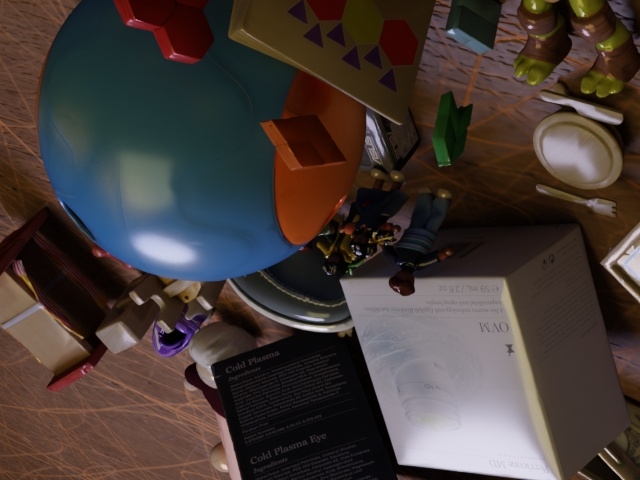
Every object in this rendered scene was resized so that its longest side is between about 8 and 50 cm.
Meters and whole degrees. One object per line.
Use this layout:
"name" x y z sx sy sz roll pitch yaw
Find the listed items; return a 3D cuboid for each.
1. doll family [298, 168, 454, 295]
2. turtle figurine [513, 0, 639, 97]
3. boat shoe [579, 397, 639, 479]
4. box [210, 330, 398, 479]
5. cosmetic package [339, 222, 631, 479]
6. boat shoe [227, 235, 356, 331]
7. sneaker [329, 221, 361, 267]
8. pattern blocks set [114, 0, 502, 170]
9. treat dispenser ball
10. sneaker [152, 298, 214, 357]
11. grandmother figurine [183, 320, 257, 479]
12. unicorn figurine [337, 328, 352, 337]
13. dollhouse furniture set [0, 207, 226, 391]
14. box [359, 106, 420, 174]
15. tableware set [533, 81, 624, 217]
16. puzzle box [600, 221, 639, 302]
"doll family" 0.048 -0.007 1.400 0.193 0.111 0.076 -1 146 48
"turtle figurine" 0.171 -0.218 1.117 0.269 0.087 0.217 5 145 28
"boat shoe" 0.255 0.194 1.571 0.285 0.089 0.105 25 148 20
"box" 0.015 0.339 1.768 0.313 0.178 0.343 -112 3 -46
"cosmetic package" 0.168 0.113 1.444 0.224 0.138 0.225 -3 112 46
"boat shoe" -0.069 -0.017 1.548 0.319 0.116 0.099 41 152 32
"sneaker" 0.000 0.000 1.626 0.098 0.038 0.069 -3 130 34
"pattern blocks set" 0.009 -0.189 1.128 0.324 0.285 0.026 35 153 -26
"treat dispenser ball" -0.103 -0.108 1.228 0.288 0.288 0.288 26 147 18
"sneaker" -0.209 0.127 1.964 0.068 0.071 0.170 38 149 -1
"grandmother figurine" -0.117 0.234 1.991 0.207 0.104 0.342 14 145 19
"unicorn figurine" 0.037 0.079 1.678 0.161 0.060 0.111 6 142 14
"dollhouse furniture set" -0.298 0.040 1.907 0.374 0.152 0.201 -29 111 38
"box" -0.019 -0.174 1.391 0.183 0.056 0.231 10 140 37
"tableware set" 0.283 -0.073 1.243 0.194 0.039 0.128 20 141 24
"puzzle box" 0.440 0.086 1.131 0.409 0.052 0.272 45 146 11
